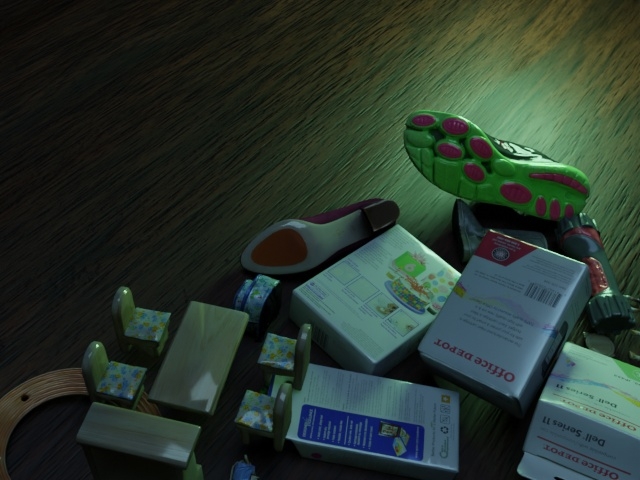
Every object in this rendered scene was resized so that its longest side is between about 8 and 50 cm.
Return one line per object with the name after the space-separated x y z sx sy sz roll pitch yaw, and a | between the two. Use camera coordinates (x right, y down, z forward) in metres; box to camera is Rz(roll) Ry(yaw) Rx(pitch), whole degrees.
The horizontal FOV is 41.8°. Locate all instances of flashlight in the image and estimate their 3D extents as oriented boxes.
0.618 0.075 1.914 0.103 0.103 0.304 33 37 -31 | flashlight

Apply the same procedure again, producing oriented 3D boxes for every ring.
-0.440 0.371 1.481 0.336 0.032 0.337 5 47 -5 | ring

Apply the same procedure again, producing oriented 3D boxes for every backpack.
-0.131 0.127 1.714 0.084 0.114 0.105 22 47 10 | backpack

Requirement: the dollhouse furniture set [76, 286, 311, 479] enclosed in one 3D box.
-0.234 0.247 1.418 0.361 0.257 0.394 12 48 7 | dollhouse furniture set

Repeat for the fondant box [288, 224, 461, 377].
0.132 0.130 1.776 0.330 0.096 0.238 -31 59 -33 | fondant box

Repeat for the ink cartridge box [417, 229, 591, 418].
0.368 0.160 1.664 0.226 0.131 0.306 24 72 31 | ink cartridge box

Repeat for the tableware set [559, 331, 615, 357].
0.576 0.262 1.784 0.141 0.020 0.169 0 45 -13 | tableware set

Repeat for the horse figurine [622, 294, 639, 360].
0.764 0.192 1.856 0.174 0.066 0.263 6 43 3 | horse figurine

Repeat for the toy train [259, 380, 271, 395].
-0.107 0.298 1.623 0.023 0.017 0.083 16 45 19 | toy train

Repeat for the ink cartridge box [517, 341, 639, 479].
0.502 0.333 1.533 0.207 0.119 0.353 19 23 19 | ink cartridge box

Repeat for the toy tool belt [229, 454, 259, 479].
-0.134 0.424 1.471 0.052 0.051 0.083 3 46 -8 | toy tool belt

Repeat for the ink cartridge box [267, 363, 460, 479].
0.078 0.339 1.585 0.370 0.069 0.176 12 46 -2 | ink cartridge box

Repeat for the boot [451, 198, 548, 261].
0.424 -0.017 1.987 0.208 0.076 0.190 -2 59 -5 | boot

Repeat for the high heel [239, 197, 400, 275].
0.000 0.000 1.910 0.377 0.181 0.127 -15 86 -5 | high heel

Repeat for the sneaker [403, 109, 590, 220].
0.417 -0.175 2.069 0.482 0.185 0.202 24 8 -7 | sneaker
